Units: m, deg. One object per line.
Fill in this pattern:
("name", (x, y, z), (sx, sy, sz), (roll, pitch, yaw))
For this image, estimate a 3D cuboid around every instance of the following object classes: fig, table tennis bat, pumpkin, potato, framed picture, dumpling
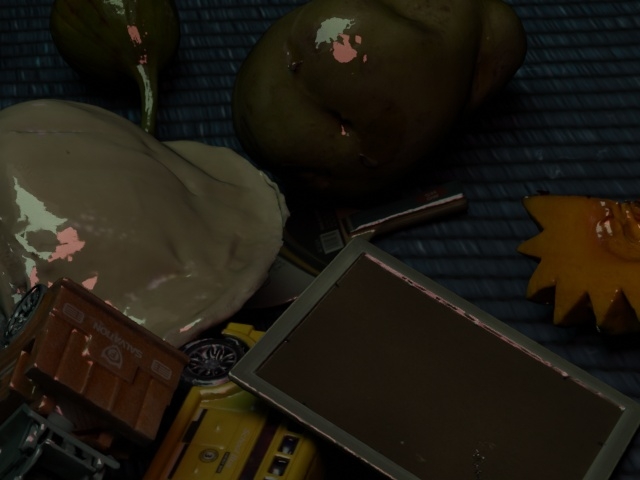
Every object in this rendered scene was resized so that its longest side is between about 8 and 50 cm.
("fig", (-0.222, -0.217, 2.033), (0.151, 0.151, 0.259), (-19, 40, -6))
("table tennis bat", (0.000, 0.000, 1.766), (0.301, 0.022, 0.173), (-17, 35, 0))
("pumpkin", (0.304, 0.031, 1.574), (0.254, 0.149, 0.130), (1, 79, 47))
("potato", (0.069, -0.167, 1.810), (0.351, 0.218, 0.202), (-25, 64, -39))
("framed picture", (0.100, 0.127, 1.436), (0.293, 0.018, 0.231), (31, 40, 12))
("dumpling", (-0.185, -0.009, 1.602), (0.315, 0.233, 0.395), (-16, 32, -7))

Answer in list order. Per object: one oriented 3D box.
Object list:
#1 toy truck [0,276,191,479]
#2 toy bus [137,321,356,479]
("toy truck", (-0.258, 0.185, 1.379), (0.338, 0.133, 0.184), (-38, 26, 38))
("toy bus", (-0.073, 0.216, 1.390), (0.151, 0.145, 0.331), (7, 39, 16))
